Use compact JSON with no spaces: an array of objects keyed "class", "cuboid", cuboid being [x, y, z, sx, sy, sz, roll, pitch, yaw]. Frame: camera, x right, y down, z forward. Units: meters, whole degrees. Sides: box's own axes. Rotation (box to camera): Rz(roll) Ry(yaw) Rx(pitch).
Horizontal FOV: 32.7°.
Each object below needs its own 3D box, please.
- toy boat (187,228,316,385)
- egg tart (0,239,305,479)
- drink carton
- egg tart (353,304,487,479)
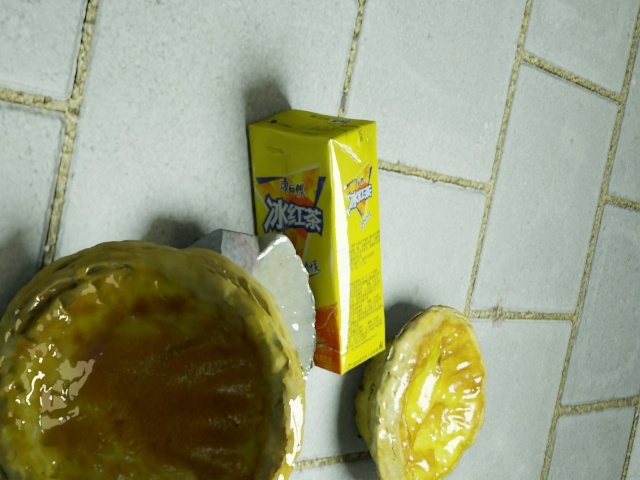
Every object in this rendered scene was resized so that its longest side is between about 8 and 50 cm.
[{"class":"toy boat","cuboid":[-0.114,0.113,1.449,0.294,0.111,0.276,12,101,-45]},{"class":"egg tart","cuboid":[-0.202,0.189,1.248,0.169,0.388,0.387,84,26,-82]},{"class":"drink carton","cuboid":[0.000,0.000,1.542,0.111,0.155,0.351,-26,121,-45]},{"class":"egg tart","cuboid":[0.158,0.268,1.850,0.341,0.132,0.341,-18,114,-47]}]
